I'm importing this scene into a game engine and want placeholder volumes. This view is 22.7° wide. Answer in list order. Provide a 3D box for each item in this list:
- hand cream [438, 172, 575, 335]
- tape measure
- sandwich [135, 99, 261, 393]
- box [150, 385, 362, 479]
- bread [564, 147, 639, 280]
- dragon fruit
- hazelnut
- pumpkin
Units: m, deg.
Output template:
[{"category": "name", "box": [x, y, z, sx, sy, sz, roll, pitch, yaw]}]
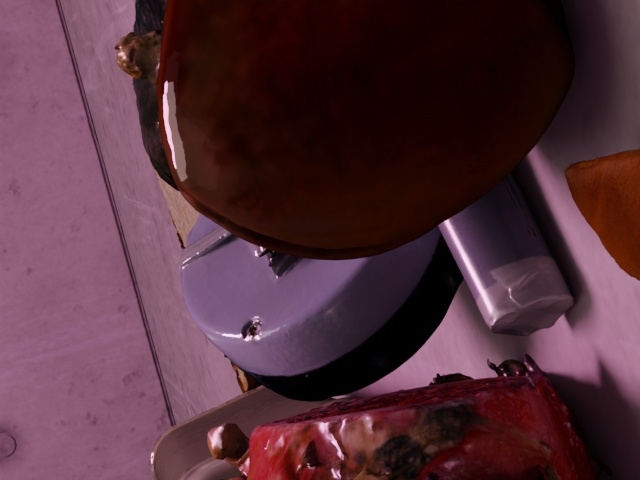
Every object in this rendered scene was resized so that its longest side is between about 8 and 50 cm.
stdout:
[{"category": "hand cream", "box": [0.066, -0.065, 0.888, 0.079, 0.048, 0.255, 12, -134, -52]}, {"category": "tape measure", "box": [0.002, 0.002, 0.970, 0.107, 0.182, 0.181, 45, 179, -36]}, {"category": "sandwich", "box": [-0.076, -0.021, 1.452, 0.271, 0.099, 0.301, 88, 159, -61]}, {"category": "box", "box": [0.004, 0.293, 1.253, 0.352, 0.177, 0.344, 66, 169, -4]}, {"category": "bread", "box": [0.142, -0.012, 0.658, 0.109, 0.043, 0.062, 154, 102, -76]}, {"category": "dragon fruit", "box": [0.049, 0.136, 0.872, 0.282, 0.211, 0.147, -11, -103, -66]}, {"category": "hazelnut", "box": [0.009, -0.081, 0.760, 0.208, 0.208, 0.208, 164, 90, -77]}, {"category": "pumpkin", "box": [-0.075, -0.132, 1.184, 0.211, 0.152, 0.211, 166, 90, -72]}]
